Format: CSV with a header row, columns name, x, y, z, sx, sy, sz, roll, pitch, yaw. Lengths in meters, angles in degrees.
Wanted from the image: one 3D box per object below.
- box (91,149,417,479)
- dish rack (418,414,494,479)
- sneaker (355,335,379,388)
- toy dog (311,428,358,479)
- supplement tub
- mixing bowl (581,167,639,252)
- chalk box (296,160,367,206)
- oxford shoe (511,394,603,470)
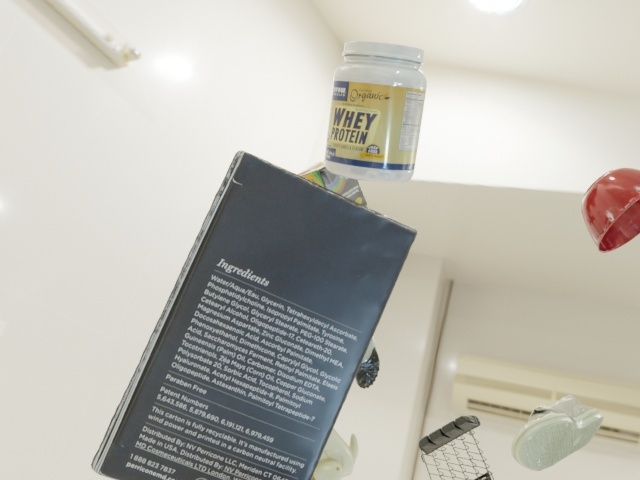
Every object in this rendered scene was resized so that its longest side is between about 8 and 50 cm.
name,x,y,z,sx,sy,sz,roll,pitch,yaw
box,-0.120,0.138,1.048,0.298,0.471,0.480,23,-3,-10
dish rack,0.412,0.673,1.811,0.208,0.271,0.074,-39,-48,22
sneaker,0.129,0.337,1.885,0.085,0.237,0.086,-6,0,-15
toy dog,-0.036,0.714,2.256,0.396,0.407,0.285,-16,-3,-27
supplement tub,0.135,-0.312,1.488,0.229,0.316,0.228,6,13,-1
mixing bowl,0.577,-0.074,1.177,0.098,0.181,0.181,55,-3,32
chalk box,0.034,-0.119,1.760,0.132,0.132,0.212,-7,-69,48
oxford shoe,0.615,0.504,1.638,0.450,0.169,0.130,5,25,-46
